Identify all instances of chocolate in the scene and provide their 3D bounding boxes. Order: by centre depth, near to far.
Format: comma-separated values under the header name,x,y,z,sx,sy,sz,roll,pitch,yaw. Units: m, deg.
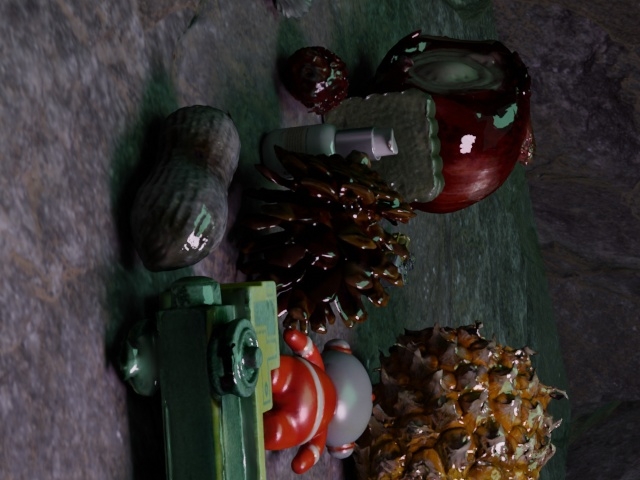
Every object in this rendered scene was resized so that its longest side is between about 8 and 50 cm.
name,x,y,z,sx,sy,sz,roll,pitch,yaw
chocolate,-0.149,-0.064,1.463,0.248,0.110,0.110,-84,159,-44

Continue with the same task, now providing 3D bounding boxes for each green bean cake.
name,x,y,z,sx,sy,sz,roll,pitch,yaw
green bean cake,0.104,-0.150,2.117,0.094,0.183,0.185,-24,107,-72

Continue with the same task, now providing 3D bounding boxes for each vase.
name,x,y,z,sx,sy,sz,roll,pitch,yaw
vase,-0.055,-0.375,1.881,0.148,0.081,0.081,40,47,-69

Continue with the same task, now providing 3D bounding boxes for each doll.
name,x,y,z,sx,sy,sz,roll,pitch,yaw
doll,-0.006,0.222,1.827,0.336,0.105,0.200,8,76,-63

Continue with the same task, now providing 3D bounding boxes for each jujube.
name,x,y,z,sx,sy,sz,roll,pitch,yaw
jujube,-0.004,-0.247,1.975,0.166,0.104,0.104,-11,96,-84

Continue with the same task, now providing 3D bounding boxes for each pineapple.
name,x,y,z,sx,sy,sz,roll,pitch,yaw
pineapple,0.207,0.324,2.072,0.300,0.352,0.352,-65,146,-44

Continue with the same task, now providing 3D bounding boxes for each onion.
name,x,y,z,sx,sy,sz,roll,pitch,yaw
onion,0.217,-0.203,2.310,0.341,0.341,0.341,-5,90,-72

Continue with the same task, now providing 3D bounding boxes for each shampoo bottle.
name,x,y,z,sx,sy,sz,roll,pitch,yaw
shampoo bottle,0.015,-0.131,1.829,0.074,0.192,0.074,-7,90,-72

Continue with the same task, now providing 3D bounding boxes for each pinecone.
name,x,y,z,sx,sy,sz,roll,pitch,yaw
pinecone,0.008,0.005,1.708,0.264,0.264,0.264,-5,90,-72

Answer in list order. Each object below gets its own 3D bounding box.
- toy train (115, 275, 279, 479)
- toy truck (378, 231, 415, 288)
name,x,y,z,sx,sy,sz,roll,pitch,yaw
toy train,-0.115,0.223,1.436,0.237,0.150,0.369,5,82,-77
toy truck,0.136,0.037,2.363,0.123,0.052,0.063,-65,140,-59
